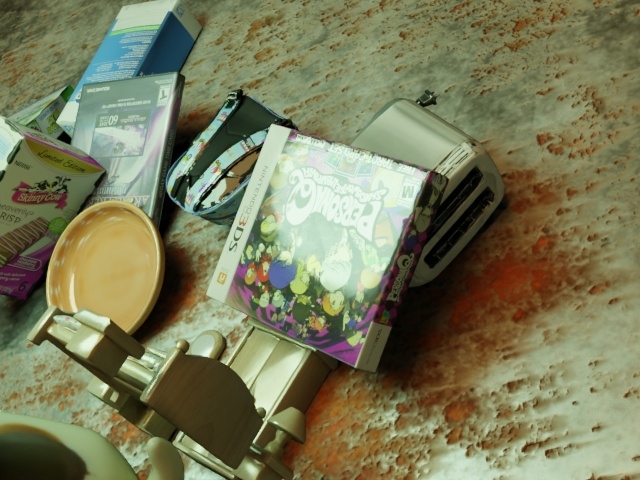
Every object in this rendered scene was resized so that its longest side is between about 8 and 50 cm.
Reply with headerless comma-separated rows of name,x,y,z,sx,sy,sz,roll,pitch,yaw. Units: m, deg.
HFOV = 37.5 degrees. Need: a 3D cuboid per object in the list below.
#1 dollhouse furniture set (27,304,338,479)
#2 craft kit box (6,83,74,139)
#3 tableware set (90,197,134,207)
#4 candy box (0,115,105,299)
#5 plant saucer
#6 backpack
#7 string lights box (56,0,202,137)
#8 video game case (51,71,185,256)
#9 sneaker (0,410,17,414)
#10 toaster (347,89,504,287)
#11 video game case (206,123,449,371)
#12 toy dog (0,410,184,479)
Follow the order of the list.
dollhouse furniture set,-0.156,0.089,0.950,0.303,0.355,0.174,16,65,41
craft kit box,-0.533,-0.147,1.541,0.250,0.061,0.246,-24,19,17
tableware set,-0.301,0.021,1.311,0.141,0.020,0.169,-18,67,28
candy box,-0.433,-0.040,1.332,0.071,0.159,0.233,36,98,34
plant saucer,-0.282,0.046,1.259,0.200,0.037,0.200,-9,72,28
backpack,-0.107,-0.089,1.231,0.173,0.117,0.158,-46,45,-8
string lights box,-0.311,-0.275,1.545,0.133,0.077,0.260,1,57,34
video game case,-0.298,-0.106,1.375,0.196,0.026,0.274,0,75,33
sneaker,-0.411,0.260,1.192,0.152,0.058,0.084,8,55,42
toaster,0.102,-0.056,1.062,0.227,0.129,0.146,-47,48,-6
video game case,0.000,0.000,0.996,0.232,0.042,0.210,22,91,40
toy dog,-0.374,0.263,0.915,0.395,0.408,0.284,-20,48,20
